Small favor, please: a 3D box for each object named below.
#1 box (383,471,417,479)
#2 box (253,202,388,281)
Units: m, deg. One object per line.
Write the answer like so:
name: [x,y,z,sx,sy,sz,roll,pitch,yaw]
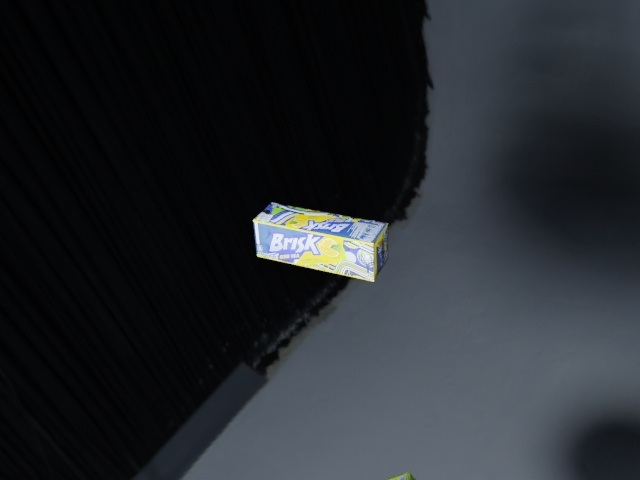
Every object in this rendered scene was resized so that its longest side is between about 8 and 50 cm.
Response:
box: [0.135,0.405,1.057,0.109,0.178,0.042,-31,24,32]
box: [0.000,0.000,0.961,0.169,0.059,0.054,12,34,23]
